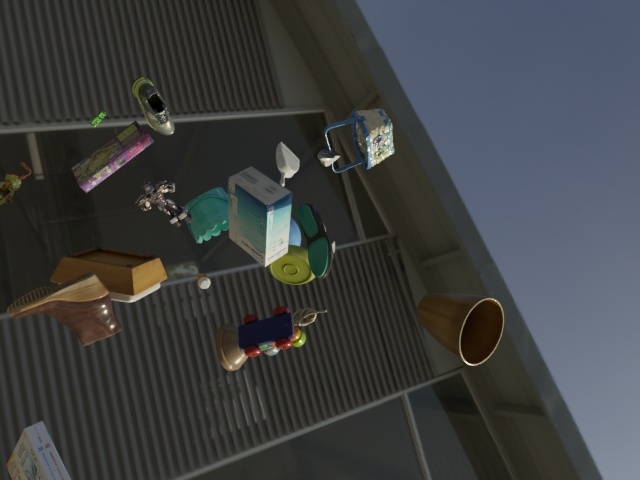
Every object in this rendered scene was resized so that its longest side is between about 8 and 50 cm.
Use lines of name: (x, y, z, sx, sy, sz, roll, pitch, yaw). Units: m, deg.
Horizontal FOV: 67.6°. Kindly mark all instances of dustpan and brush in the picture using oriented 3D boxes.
dustpan and brush: (-0.154, -0.313, 2.109, 0.060, 0.147, 0.211, -25, -133, 25)

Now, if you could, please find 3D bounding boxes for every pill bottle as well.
pill bottle: (-0.419, 0.146, 1.709, 0.083, 0.043, 0.044, -155, -123, -65)

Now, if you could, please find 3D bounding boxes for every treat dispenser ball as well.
treat dispenser ball: (-0.243, -0.009, 2.458, 0.288, 0.287, 0.289, 34, -51, 55)

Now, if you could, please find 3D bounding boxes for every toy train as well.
toy train: (-0.853, -0.465, 1.827, 0.083, 0.023, 0.017, -36, -121, 23)
toy train: (-0.075, 0.239, 1.242, 0.143, 0.247, 0.105, 50, 27, -57)

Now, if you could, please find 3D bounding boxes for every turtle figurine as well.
turtle figurine: (-1.015, -0.138, 1.483, 0.269, 0.218, 0.087, 1, -44, 29)

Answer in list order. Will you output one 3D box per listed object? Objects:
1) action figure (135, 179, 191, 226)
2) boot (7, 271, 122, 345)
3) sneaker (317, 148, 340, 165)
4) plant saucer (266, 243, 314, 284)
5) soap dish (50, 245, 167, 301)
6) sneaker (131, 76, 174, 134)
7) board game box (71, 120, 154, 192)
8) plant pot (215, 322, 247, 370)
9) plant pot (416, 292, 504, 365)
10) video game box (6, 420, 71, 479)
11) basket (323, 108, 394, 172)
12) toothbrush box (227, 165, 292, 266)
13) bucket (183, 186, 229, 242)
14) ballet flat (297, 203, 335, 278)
action figure: (-0.715, -0.172, 2.172, 0.285, 0.185, 0.099, 55, 10, -49)
boot: (-0.715, 0.221, 1.352, 0.090, 0.248, 0.207, 35, -38, 57)
sneaker: (0.025, -0.305, 1.796, 0.053, 0.152, 0.061, 45, -66, 11)
plant saucer: (-0.123, 0.114, 2.037, 0.037, 0.240, 0.241, -79, -175, -45)
soap dish: (-0.696, 0.106, 1.597, 0.229, 0.290, 0.118, -48, 145, -77)
sneaker: (-0.724, -0.570, 2.112, 0.121, 0.111, 0.300, 43, -14, 29)
board game box: (-0.884, -0.362, 2.026, 0.208, 0.346, 0.056, 40, -13, 49)
plant pot: (-0.423, 0.530, 2.415, 0.237, 0.109, 0.238, -15, 90, -72)
plant pot: (0.477, 0.284, 1.709, 0.254, 0.236, 0.238, 19, -63, 54)
video game box: (-0.651, 0.550, 1.106, 0.187, 0.048, 0.205, 52, -57, 20)
basket: (0.167, -0.435, 2.076, 0.255, 0.288, 0.201, 72, 0, -52)
toothbrush box: (-0.226, -0.086, 1.750, 0.216, 0.126, 0.296, 35, -42, 27)
bucket: (-0.556, -0.132, 2.436, 0.183, 0.281, 0.281, 57, -28, 0)
ballet flat: (0.000, 0.000, 1.613, 0.095, 0.096, 0.281, -28, -117, 30)
